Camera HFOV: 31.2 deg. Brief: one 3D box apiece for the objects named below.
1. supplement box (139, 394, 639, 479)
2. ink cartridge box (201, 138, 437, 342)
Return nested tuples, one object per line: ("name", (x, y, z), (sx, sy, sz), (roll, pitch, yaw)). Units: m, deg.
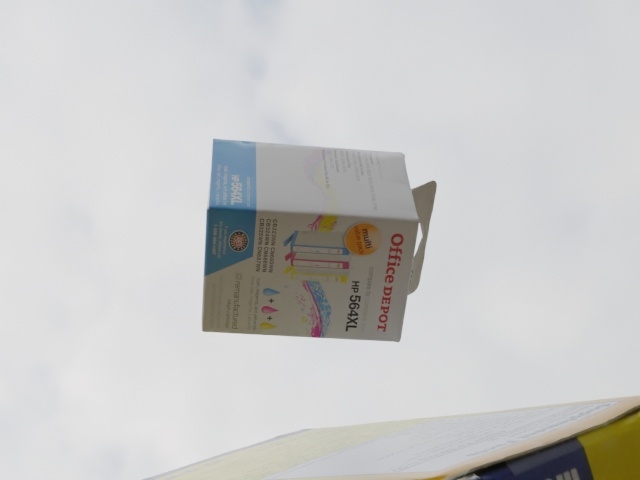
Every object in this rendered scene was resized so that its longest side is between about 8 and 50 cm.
("supplement box", (0.043, 0.226, 0.728), (0.194, 0.356, 0.195), (-11, -94, -39))
("ink cartridge box", (0.000, 0.000, 0.717), (0.143, 0.090, 0.092), (3, -59, -4))
